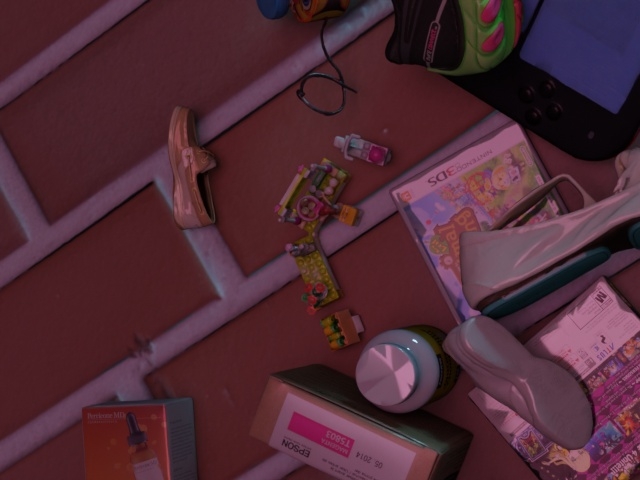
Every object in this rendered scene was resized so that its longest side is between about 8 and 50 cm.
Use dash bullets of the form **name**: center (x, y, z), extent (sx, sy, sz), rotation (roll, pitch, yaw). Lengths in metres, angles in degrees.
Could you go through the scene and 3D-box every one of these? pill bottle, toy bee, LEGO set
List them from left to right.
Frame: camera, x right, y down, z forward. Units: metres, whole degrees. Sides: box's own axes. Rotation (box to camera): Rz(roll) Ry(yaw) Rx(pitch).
- **toy bee**: center (-0.004, -0.341, 1.734), extent (0.195, 0.162, 0.298), rotation (-38, 85, -30)
- **LEGO set**: center (0.000, 0.000, 1.756), extent (0.132, 0.107, 0.287), rotation (11, 93, 18)
- **pill bottle**: center (0.106, 0.159, 1.679), extent (0.103, 0.184, 0.103), rotation (0, 90, 19)

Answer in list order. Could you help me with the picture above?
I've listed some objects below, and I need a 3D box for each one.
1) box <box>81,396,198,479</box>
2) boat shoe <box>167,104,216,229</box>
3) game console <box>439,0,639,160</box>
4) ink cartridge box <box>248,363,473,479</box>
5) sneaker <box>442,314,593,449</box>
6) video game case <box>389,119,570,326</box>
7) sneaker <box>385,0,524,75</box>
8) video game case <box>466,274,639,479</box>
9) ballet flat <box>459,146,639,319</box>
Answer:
- **box**: center (-0.244, 0.304, 1.844), extent (0.130, 0.091, 0.170), rotation (-5, 88, 19)
- **boat shoe**: center (-0.169, -0.100, 1.842), extent (0.059, 0.063, 0.170), rotation (-2, 98, 16)
- **game console**: center (0.291, -0.319, 1.616), extent (0.342, 0.060, 0.386), rotation (32, 122, 15)
- **ink cartridge box**: center (0.054, 0.242, 1.691), extent (0.234, 0.193, 0.088), rotation (23, 97, 18)
- **sneaker**: center (0.239, 0.177, 1.654), extent (0.212, 0.094, 0.080), rotation (43, 60, -4)
- **video game case**: center (0.217, -0.017, 1.728), extent (0.193, 0.023, 0.212), rotation (-29, 81, 16)
- **sneaker**: center (0.093, -0.422, 1.572), extent (0.202, 0.185, 0.483), rotation (-7, 101, 29)
- **video game case**: center (0.335, 0.195, 1.676), extent (0.232, 0.042, 0.210), rotation (-44, 76, 13)
- **ballet flat**: center (0.345, -0.036, 1.621), extent (0.400, 0.139, 0.139), rotation (-24, 82, 11)
